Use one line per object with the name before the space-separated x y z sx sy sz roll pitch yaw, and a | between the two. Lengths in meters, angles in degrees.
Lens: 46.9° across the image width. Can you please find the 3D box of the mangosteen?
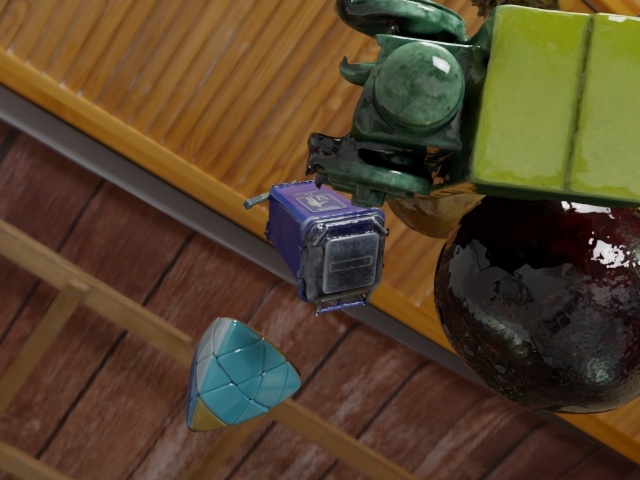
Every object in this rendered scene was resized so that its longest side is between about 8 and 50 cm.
mangosteen | 0.212 0.039 0.638 0.216 0.216 0.216 -48 22 27

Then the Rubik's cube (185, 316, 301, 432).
Rubik's cube | -0.186 0.261 1.446 0.254 0.254 0.254 -48 22 27

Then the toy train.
toy train | 0.116 -0.091 0.609 0.369 0.237 0.150 -51 -31 -87

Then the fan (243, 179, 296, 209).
fan | -0.093 -0.082 1.380 0.038 0.016 0.193 -44 -7 27

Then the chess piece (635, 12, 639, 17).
chess piece | 0.432 -0.254 0.906 0.117 0.117 0.397 -25 49 57

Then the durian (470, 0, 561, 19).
durian | 0.317 -0.389 1.147 0.132 0.165 0.182 -55 1 -21

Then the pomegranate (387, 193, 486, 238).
pomegranate | 0.279 -0.135 1.623 0.307 0.307 0.307 -48 22 27

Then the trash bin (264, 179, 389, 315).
trash bin | 0.000 0.000 1.308 0.234 0.162 0.184 44 136 52
